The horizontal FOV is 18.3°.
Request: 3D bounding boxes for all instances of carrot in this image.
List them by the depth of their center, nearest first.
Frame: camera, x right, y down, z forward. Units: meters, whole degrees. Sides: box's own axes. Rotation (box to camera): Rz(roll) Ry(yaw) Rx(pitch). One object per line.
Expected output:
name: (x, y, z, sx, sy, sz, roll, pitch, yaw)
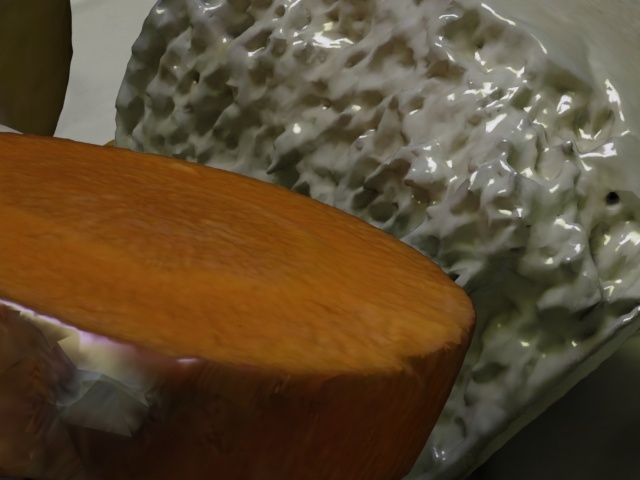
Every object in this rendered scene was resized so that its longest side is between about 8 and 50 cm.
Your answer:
carrot: (-0.075, 0.032, 0.720, 0.258, 0.100, 0.307, 9, 10, -7)

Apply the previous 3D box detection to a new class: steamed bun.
steamed bun: (0.047, -0.037, 0.953, 0.273, 0.272, 0.290, -31, -5, -45)

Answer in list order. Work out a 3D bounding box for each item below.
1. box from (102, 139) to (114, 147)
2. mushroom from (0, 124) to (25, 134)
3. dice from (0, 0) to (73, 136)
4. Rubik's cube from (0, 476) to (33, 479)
box: (-0.081, -0.059, 1.210, 0.269, 0.043, 0.152, -31, 12, 17)
mushroom: (-0.195, 0.061, 1.026, 0.246, 0.202, 0.246, -17, 60, 32)
dice: (-0.307, -0.120, 1.204, 0.238, 0.233, 0.227, 19, 40, 23)
Rubik's cube: (-0.197, 0.227, 0.690, 0.255, 0.259, 0.260, 8, 40, 33)
